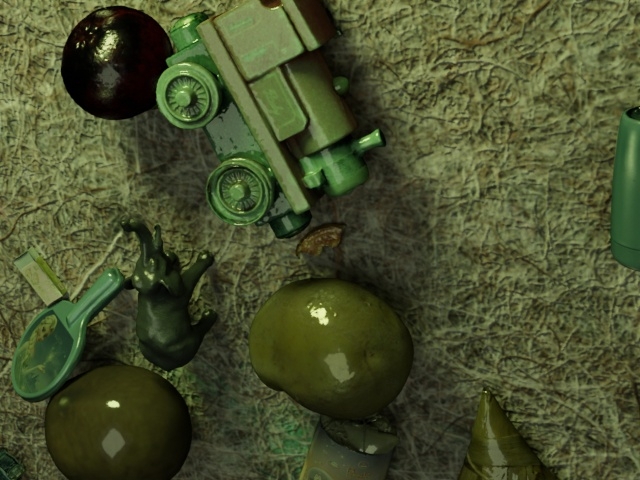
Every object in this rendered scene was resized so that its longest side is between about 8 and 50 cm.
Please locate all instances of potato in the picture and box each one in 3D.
[{"bbox_3d":[0.009,0.140,1.660,0.235,0.160,0.178,2,76,34],"label":"potato"}]

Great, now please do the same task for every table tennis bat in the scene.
[{"bbox_3d":[-0.363,0.130,1.816,0.237,0.149,0.038,-45,130,13],"label":"table tennis bat"}]

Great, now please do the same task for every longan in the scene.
[{"bbox_3d":[-0.286,0.271,1.803,0.220,0.196,0.196,-7,110,31],"label":"longan"}]

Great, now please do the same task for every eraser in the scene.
[{"bbox_3d":[-0.409,0.052,1.846,0.038,0.019,0.083,-30,100,30],"label":"eraser"}]

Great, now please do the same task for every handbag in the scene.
[{"bbox_3d":[0.042,0.299,1.758,0.117,0.095,0.173,19,126,5],"label":"handbag"}]

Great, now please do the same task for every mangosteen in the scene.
[{"bbox_3d":[-0.250,-0.219,1.606,0.152,0.152,0.152,8,115,17],"label":"mangosteen"}]

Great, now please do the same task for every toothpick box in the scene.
[{"bbox_3d":[0.393,-0.064,1.449,0.120,0.120,0.184,3,110,19],"label":"toothpick box"}]

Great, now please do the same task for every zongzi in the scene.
[{"bbox_3d":[0.271,0.290,1.677,0.160,0.078,0.176,16,114,7],"label":"zongzi"}]

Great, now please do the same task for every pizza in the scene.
[{"bbox_3d":[0.000,0.000,1.678,0.083,0.016,0.037,-29,100,24],"label":"pizza"}]

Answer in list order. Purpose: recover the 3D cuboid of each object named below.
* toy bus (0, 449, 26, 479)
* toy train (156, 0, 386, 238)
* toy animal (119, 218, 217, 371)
[{"bbox_3d":[-0.543,0.397,2.034,0.166,0.047,0.065,-38,92,30],"label":"toy bus"},{"bbox_3d":[-0.057,-0.159,1.559,0.221,0.150,0.304,-24,102,21],"label":"toy train"},{"bbox_3d":[-0.207,0.059,1.712,0.082,0.137,0.269,4,122,21],"label":"toy animal"}]
